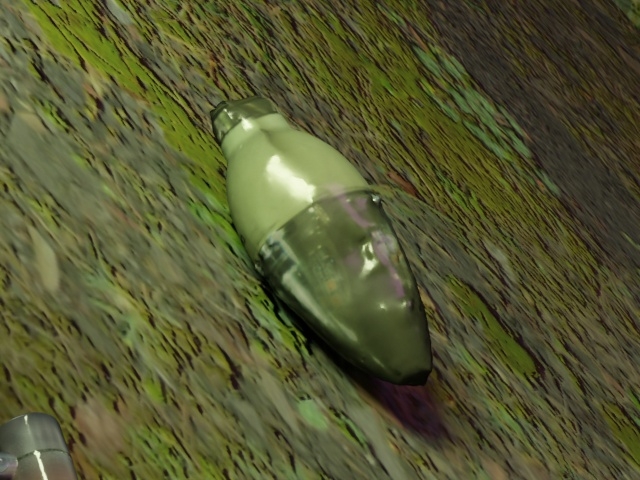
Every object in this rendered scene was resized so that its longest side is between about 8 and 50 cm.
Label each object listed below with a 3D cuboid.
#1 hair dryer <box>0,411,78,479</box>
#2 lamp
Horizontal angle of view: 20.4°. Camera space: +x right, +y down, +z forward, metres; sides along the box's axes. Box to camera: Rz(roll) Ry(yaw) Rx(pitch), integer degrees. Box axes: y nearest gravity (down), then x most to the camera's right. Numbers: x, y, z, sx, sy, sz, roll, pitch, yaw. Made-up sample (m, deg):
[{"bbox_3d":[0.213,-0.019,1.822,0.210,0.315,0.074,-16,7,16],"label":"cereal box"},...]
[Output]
[{"bbox_3d":[-0.172,0.116,0.873,0.114,0.037,0.063,11,38,-37],"label":"hair dryer"},{"bbox_3d":[0.000,0.000,1.246,0.101,0.101,0.250,0,54,-57],"label":"lamp"}]
